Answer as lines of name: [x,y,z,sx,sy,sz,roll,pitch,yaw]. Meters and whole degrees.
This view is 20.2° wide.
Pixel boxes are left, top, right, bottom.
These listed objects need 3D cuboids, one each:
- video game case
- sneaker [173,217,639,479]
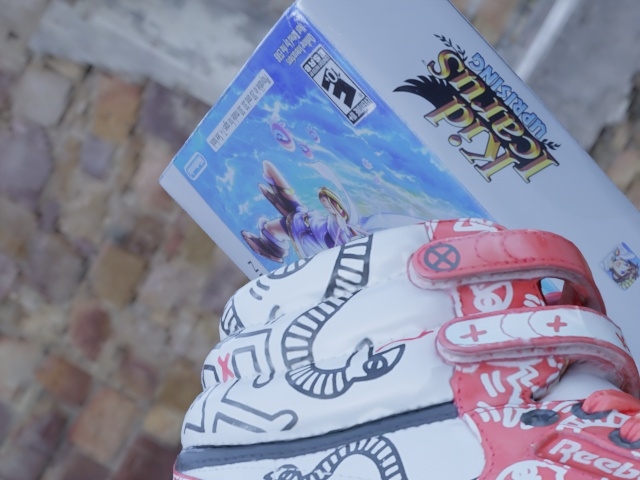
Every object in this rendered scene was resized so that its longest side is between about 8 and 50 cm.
video game case: [0.051,0.008,0.845,0.061,0.244,0.269,-45,2,-21]
sneaker: [0.071,0.061,0.428,0.270,0.090,0.145,-6,58,34]
